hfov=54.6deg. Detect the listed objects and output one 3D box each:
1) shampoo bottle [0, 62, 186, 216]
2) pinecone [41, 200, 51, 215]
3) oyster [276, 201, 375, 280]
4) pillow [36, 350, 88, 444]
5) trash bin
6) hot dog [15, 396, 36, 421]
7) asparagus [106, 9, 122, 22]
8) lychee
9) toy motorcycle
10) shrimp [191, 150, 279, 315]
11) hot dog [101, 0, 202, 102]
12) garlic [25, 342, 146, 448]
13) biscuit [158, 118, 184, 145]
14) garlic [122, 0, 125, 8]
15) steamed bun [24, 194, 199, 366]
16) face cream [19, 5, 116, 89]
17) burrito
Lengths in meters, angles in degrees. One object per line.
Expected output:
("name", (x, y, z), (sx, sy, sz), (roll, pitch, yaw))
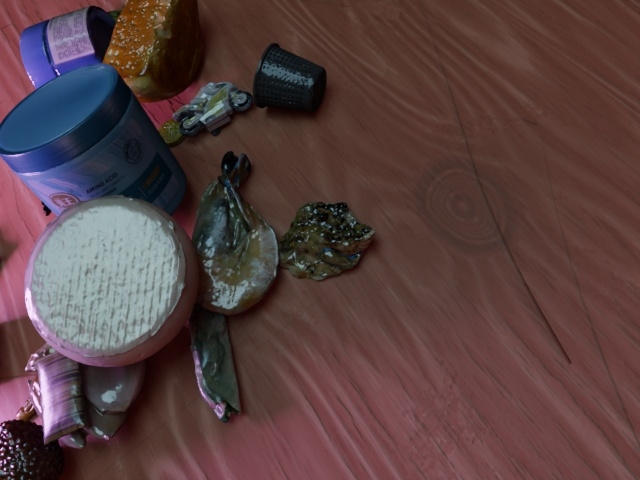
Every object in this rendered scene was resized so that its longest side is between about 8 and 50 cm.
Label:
("shampoo bottle", (-0.551, -0.198, 1.534), (0.330, 0.343, 0.331), (-14, 45, 14))
("pinecone", (-0.715, -0.130, 1.715), (0.120, 0.140, 0.140), (0, 65, -13))
("oyster", (0.000, 0.000, 1.486), (0.223, 0.083, 0.214), (-48, 61, -1))
("pillow", (-0.575, 0.335, 1.374), (0.113, 0.038, 0.204), (-24, 61, 8))
("trash bin", (-0.072, -0.421, 1.649), (0.160, 0.175, 0.176), (17, 72, 11))
("hot dog", (-0.702, 0.392, 1.538), (0.044, 0.028, 0.137), (37, 79, 19))
("asparagus", (-0.616, -0.682, 1.936), (0.287, 0.080, 0.080), (21, 73, 39))
("lychee", (-0.676, 0.490, 1.397), (0.188, 0.188, 0.188), (-6, 66, 13))
("toy motorcycle", (-0.305, -0.380, 1.737), (0.228, 0.074, 0.151), (-27, 62, 1))
("shrimp", (-0.212, -0.030, 1.530), (0.220, 0.110, 0.446), (-3, 64, 2))
("hot dog", (-0.462, -0.566, 1.780), (0.185, 0.223, 0.406), (10, 78, 21))
("garlic", (-0.534, 0.326, 1.458), (0.325, 0.132, 0.279), (34, 79, 24))
("biscuit", (-0.423, -0.308, 1.767), (0.083, 0.023, 0.084), (-7, 65, 15))
("garlic", (-0.544, -0.761, 1.949), (0.206, 0.115, 0.128), (-24, 69, 7))
("steamed bun", (-0.452, 0.094, 1.383), (0.373, 0.241, 0.375), (1, 76, -3))
("face cream", (-0.709, -0.537, 1.820), (0.224, 0.249, 0.249), (-15, 64, 10))
("burrito", (-0.251, 0.268, 1.437), (0.096, 0.066, 0.309), (-6, 59, -21))
